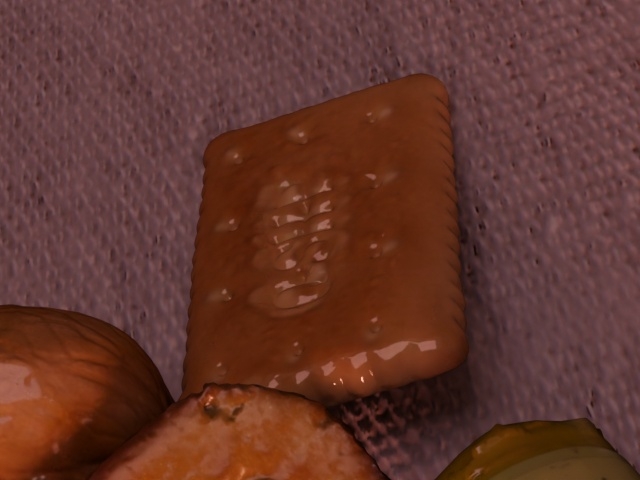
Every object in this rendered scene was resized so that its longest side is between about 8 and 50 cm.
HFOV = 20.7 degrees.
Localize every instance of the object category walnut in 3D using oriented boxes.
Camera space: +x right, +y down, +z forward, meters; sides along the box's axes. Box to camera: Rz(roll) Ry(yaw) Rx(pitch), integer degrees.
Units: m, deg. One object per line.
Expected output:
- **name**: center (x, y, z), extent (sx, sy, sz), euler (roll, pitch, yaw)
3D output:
- **walnut**: center (-0.156, 0.102, 0.924), extent (0.180, 0.144, 0.144), euler (12, 61, 19)

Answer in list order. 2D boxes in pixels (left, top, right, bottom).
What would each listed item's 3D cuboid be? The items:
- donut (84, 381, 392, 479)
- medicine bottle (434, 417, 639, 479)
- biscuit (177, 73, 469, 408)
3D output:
- **donut**: center (-0.044, 0.160, 0.843), extent (0.178, 0.065, 0.162), euler (-33, 78, -9)
- **medicine bottle**: center (0.126, 0.183, 0.743), extent (0.124, 0.124, 0.239), euler (-34, 47, -1)
- **biscuit**: center (0.000, -0.001, 0.966), extent (0.160, 0.030, 0.249), euler (-15, 38, 14)
